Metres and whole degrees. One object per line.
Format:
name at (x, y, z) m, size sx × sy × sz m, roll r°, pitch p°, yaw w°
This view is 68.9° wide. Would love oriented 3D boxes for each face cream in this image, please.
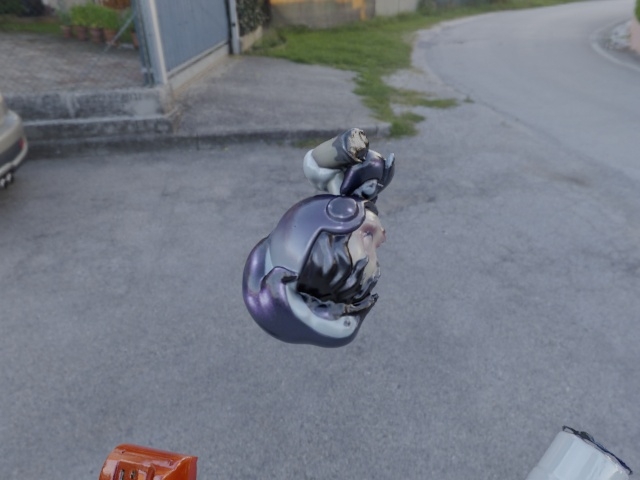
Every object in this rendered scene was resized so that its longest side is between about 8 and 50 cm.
face cream at (0.149, 0.261, 0.362) m, size 0.058 × 0.092 × 0.244 m, roll 40°, pitch 79°, yaw 2°

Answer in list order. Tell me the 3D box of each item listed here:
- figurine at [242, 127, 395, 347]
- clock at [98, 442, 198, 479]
figurine at (0.000, 0.000, 0.496) m, size 0.145 × 0.145 × 0.223 m, roll 9°, pitch 73°, yaw 18°
clock at (-0.253, 0.356, 0.659) m, size 0.154 × 0.113 × 0.061 m, roll -8°, pitch -23°, yaw 33°
